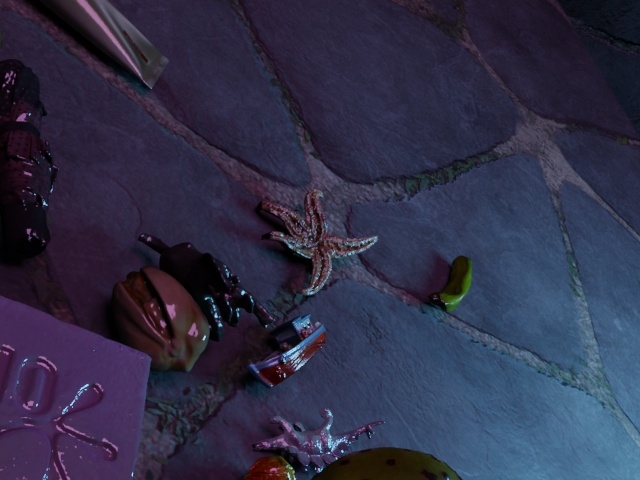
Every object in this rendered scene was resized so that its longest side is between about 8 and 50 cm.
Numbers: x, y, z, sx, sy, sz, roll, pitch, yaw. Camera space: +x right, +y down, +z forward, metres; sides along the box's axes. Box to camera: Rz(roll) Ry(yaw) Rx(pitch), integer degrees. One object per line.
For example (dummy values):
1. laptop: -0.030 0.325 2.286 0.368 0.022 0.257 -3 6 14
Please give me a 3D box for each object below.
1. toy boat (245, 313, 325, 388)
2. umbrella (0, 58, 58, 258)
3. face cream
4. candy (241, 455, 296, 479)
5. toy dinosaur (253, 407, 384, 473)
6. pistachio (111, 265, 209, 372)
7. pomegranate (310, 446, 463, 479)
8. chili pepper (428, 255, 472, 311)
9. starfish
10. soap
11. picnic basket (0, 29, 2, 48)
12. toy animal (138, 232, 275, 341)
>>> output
1. toy boat: -0.050 0.153 1.347 0.059 0.069 0.173 60 34 -3
2. umbrella: -0.391 -0.111 1.256 0.094 0.090 0.326 16 44 -40
3. face cream: -0.390 -0.385 1.566 0.341 0.084 0.137 41 24 -17
4. candy: -0.117 0.297 1.157 0.201 0.060 0.060 -1 54 -36
5. toy dinosaur: 0.002 0.271 1.302 0.208 0.039 0.082 -4 59 -35
6. pistachio: -0.205 0.099 1.220 0.113 0.113 0.149 3 46 -45
7. pomegranate: 0.090 0.387 1.125 0.231 0.231 0.286 11 56 -39
8. chili pepper: 0.241 0.085 1.745 0.051 0.050 0.201 10 24 19
9. starfish: -0.005 0.004 1.570 0.238 0.057 0.213 12 53 -33
10. soap: -0.334 0.199 0.976 0.296 0.107 0.285 25 41 -26
11. picnic basket: -0.499 -0.249 1.253 0.137 0.128 0.178 2 47 -3
12. toy animal: -0.150 0.054 1.279 0.084 0.148 0.232 -36 42 -20
